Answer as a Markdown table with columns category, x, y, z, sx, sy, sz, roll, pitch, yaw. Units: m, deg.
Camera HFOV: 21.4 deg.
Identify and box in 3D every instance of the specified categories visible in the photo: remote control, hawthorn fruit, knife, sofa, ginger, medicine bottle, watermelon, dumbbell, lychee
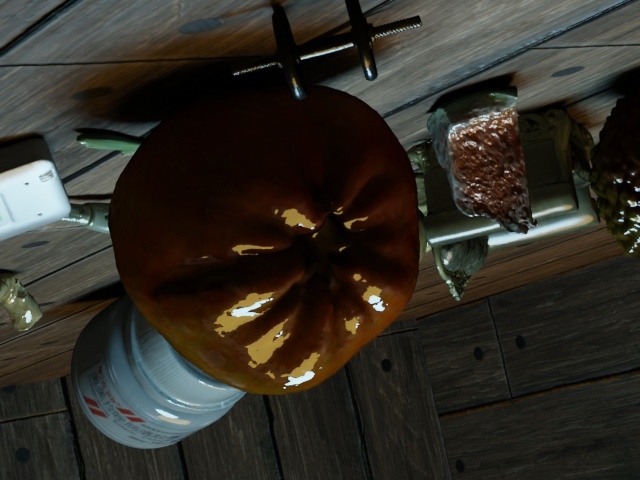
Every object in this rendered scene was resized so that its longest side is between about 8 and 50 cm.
| category | x | y | z | sx | sy | sz | roll | pitch | yaw |
| --- | --- | --- | --- | --- | --- | --- | --- | --- | --- |
| remote control | -0.353 | -0.018 | 1.524 | 0.250 | 0.034 | 0.103 | -19 | 148 | -5 |
| hawthorn fruit | -0.062 | -0.011 | 1.506 | 0.277 | 0.277 | 0.298 | -9 | -163 | -26 |
| knife | -0.179 | -0.088 | 1.607 | 0.030 | 0.014 | 0.207 | -17 | 172 | 21 |
| sofa | 0.235 | -0.040 | 2.026 | 0.200 | 0.182 | 0.258 | -15 | 172 | 14 |
| ginger | -0.466 | 0.078 | 2.157 | 0.089 | 0.075 | 0.288 | -21 | 167 | 29 |
| medicine bottle | -0.226 | 0.176 | 2.633 | 0.245 | 0.245 | 0.306 | -8 | 164 | -35 |
| watermelon | 0.168 | -0.091 | 1.776 | 0.098 | 0.158 | 0.121 | -14 | -160 | 4 |
| dumbbell | 0.004 | -0.145 | 1.264 | 0.147 | 0.069 | 0.069 | -15 | 173 | 5 |
| lychee | 0.414 | -0.074 | 1.901 | 0.271 | 0.236 | 0.236 | 9 | 159 | -44 |

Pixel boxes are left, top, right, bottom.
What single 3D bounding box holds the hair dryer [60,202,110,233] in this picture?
| category | x | y | z | sx | sy | sz | roll | pitch | yaw |
| --- | --- | --- | --- | --- | --- | --- | --- | --- | --- |
| hair dryer | -0.223 | -0.017 | 1.939 | 0.267 | 0.092 | 0.229 | 5 | 172 | -22 |

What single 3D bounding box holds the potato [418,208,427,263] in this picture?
| category | x | y | z | sx | sy | sz | roll | pitch | yaw |
| --- | --- | --- | --- | --- | --- | --- | --- | --- | --- |
| potato | 0.000 | 0.000 | 2.071 | 0.296 | 0.141 | 0.192 | -8 | 159 | 43 |

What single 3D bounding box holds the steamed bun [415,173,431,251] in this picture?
| category | x | y | z | sx | sy | sz | roll | pitch | yaw |
| --- | --- | --- | --- | --- | --- | --- | --- | --- | --- |
| steamed bun | 0.069 | -0.014 | 2.239 | 0.192 | 0.106 | 0.177 | -6 | 168 | -35 |
